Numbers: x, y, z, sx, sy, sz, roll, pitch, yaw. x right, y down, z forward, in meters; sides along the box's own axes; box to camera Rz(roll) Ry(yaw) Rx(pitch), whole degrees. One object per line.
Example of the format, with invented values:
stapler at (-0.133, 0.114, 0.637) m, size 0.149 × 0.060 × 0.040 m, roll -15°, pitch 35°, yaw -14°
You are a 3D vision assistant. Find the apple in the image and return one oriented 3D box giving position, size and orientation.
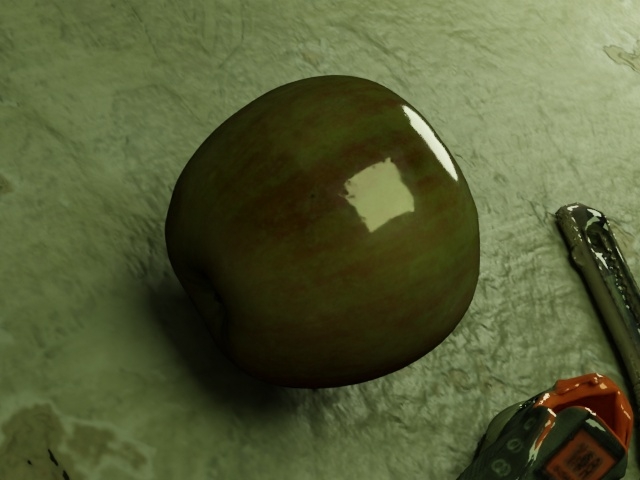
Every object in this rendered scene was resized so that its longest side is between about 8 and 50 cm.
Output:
apple at (0.000, 0.000, 1.167) m, size 0.234 × 0.257 × 0.257 m, roll -32°, pitch 74°, yaw -17°

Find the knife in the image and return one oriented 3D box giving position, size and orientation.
knife at (0.324, 0.099, 1.464) m, size 0.089 × 0.043 × 0.365 m, roll 10°, pitch 48°, yaw -32°

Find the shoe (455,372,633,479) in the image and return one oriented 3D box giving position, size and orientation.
shoe at (0.173, 0.211, 1.148) m, size 0.132 × 0.171 × 0.336 m, roll 45°, pitch 40°, yaw 5°
